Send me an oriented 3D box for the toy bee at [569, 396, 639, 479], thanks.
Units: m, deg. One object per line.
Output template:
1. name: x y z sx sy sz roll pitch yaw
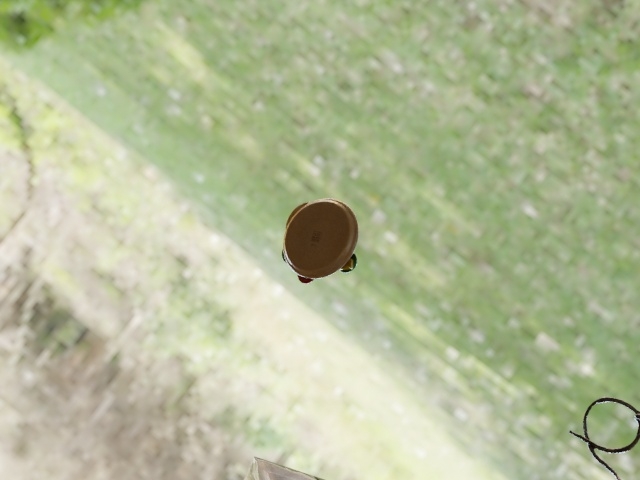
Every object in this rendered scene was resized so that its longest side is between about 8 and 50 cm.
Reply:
1. toy bee: 0.317 0.323 1.780 0.298 0.195 0.162 43 -158 17

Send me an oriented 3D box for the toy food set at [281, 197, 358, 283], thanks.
1. toy food set: 0.000 0.000 1.684 0.083 0.083 0.020 -6 158 27

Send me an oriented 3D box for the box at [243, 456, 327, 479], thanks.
1. box: 0.046 0.276 1.587 0.233 0.044 0.159 20 -168 -12
